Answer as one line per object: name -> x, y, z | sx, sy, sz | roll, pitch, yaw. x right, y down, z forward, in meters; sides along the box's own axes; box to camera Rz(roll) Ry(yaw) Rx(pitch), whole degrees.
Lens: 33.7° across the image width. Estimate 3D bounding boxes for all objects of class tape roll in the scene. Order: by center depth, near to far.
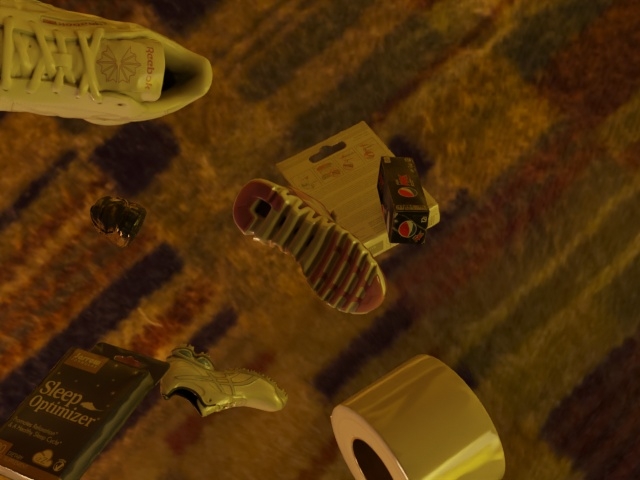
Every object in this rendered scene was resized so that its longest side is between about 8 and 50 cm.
tape roll -> 0.153, 0.328, 1.696 | 0.169, 0.246, 0.246 | -30, 70, -22

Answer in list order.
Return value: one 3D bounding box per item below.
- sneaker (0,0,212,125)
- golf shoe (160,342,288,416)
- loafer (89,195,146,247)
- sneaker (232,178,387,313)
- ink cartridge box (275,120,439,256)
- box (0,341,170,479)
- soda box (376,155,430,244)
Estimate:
sneaker -> -0.226, -0.164, 0.910 | 0.152, 0.305, 0.114 | 3, 93, 40
golf shoe -> -0.134, 0.210, 1.431 | 0.176, 0.069, 0.086 | 19, 51, -4
loafer -> -0.341, -0.035, 1.745 | 0.078, 0.223, 0.076 | 30, 82, -17
sneaker -> 0.000, 0.000, 1.397 | 0.236, 0.104, 0.095 | 40, 110, 13
ink cartridge box -> 0.058, -0.076, 1.721 | 0.181, 0.056, 0.225 | -28, 54, -16
box -> -0.304, 0.210, 1.321 | 0.136, 0.037, 0.225 | 12, 46, 31
soda box -> 0.122, -0.062, 1.581 | 0.053, 0.060, 0.169 | 3, 32, -6
